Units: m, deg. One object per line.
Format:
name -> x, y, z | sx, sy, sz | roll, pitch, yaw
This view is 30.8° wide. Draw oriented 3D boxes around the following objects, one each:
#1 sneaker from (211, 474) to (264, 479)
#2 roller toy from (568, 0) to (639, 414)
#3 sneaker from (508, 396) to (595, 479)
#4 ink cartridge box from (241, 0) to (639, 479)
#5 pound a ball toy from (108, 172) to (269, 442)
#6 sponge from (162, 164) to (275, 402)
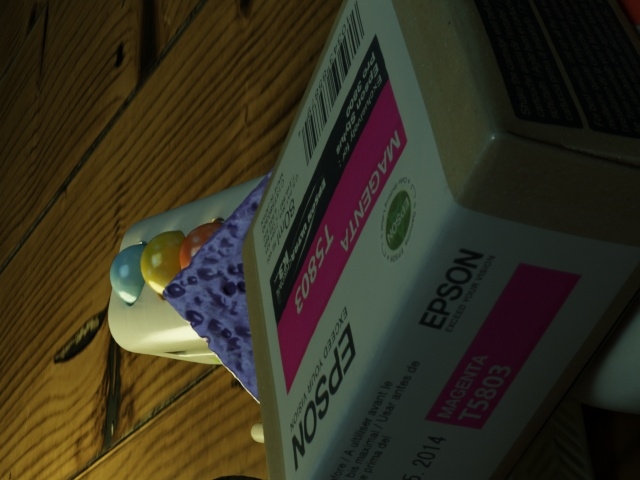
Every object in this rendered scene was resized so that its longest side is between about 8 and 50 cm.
sneaker -> -0.088, 0.290, 0.864 | 0.229, 0.086, 0.132 | -66, -13, -55
roller toy -> 0.175, -0.017, 0.482 | 0.191, 0.146, 0.209 | 119, 154, -47
sneaker -> 0.070, 0.167, 0.629 | 0.148, 0.131, 0.350 | 132, 149, -52
ink cartridge box -> 0.043, -0.006, 0.499 | 0.193, 0.088, 0.235 | -100, 27, -48
pound a ball toy -> -0.078, 0.064, 0.929 | 0.319, 0.136, 0.208 | -12, 66, 61
sponge -> 0.000, 0.000, 0.787 | 0.117, 0.031, 0.210 | 43, 94, 23
